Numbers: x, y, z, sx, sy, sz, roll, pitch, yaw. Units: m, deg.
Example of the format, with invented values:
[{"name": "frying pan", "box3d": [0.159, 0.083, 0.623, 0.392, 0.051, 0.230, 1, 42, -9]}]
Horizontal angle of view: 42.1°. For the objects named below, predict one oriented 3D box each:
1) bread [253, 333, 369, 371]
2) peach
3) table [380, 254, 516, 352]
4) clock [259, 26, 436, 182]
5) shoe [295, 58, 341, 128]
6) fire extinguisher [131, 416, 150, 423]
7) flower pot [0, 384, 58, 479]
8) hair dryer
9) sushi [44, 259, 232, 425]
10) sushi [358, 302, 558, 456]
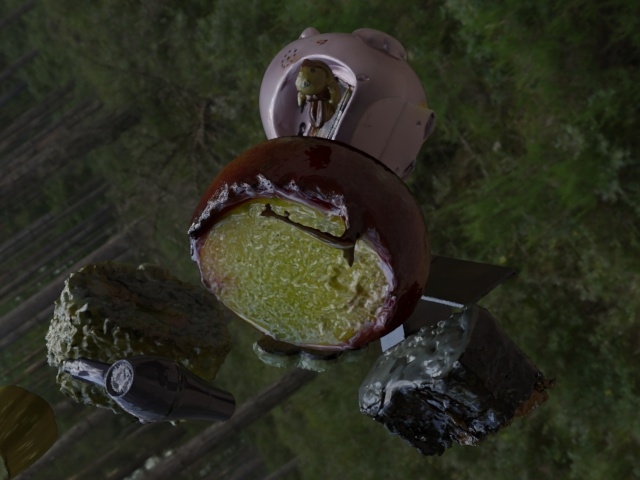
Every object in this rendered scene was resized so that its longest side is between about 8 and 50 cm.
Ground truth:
[{"name": "bread", "box3d": [0.001, 0.201, 1.691, 0.286, 0.207, 0.056, -30, -51, -56]}, {"name": "peach", "box3d": [-0.005, -0.011, 1.406, 0.406, 0.310, 0.335, 12, 125, 24]}, {"name": "table", "box3d": [0.292, 0.185, 1.879, 0.282, 0.196, 0.250, 10, 120, 47]}, {"name": "clock", "box3d": [0.019, -0.282, 1.748, 0.251, 0.368, 0.377, 8, -157, -44]}, {"name": "shoe", "box3d": [-0.001, -0.232, 1.319, 0.072, 0.069, 0.109, 15, 144, 10]}, {"name": "fire extinguisher", "box3d": [-0.423, 0.426, 2.105, 0.078, 0.157, 0.045, 15, -137, -16]}, {"name": "flower pot", "box3d": [-0.718, 0.453, 1.871, 0.195, 0.195, 0.179, 56, -161, -13]}, {"name": "hair dryer", "box3d": [-0.370, 0.272, 1.625, 0.361, 0.121, 0.301, 8, 166, 34]}, {"name": "sushi", "box3d": [-0.420, 0.217, 1.913, 0.397, 0.240, 0.351, 16, -157, -18]}, {"name": "sushi", "box3d": [0.213, 0.269, 1.461, 0.207, 0.234, 0.348, 43, 146, -11]}]
